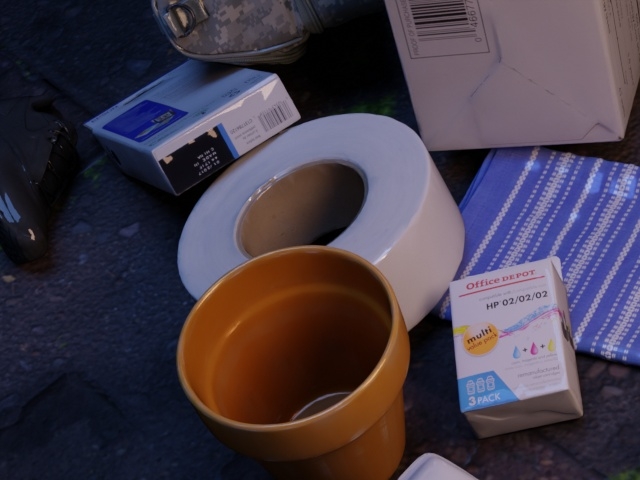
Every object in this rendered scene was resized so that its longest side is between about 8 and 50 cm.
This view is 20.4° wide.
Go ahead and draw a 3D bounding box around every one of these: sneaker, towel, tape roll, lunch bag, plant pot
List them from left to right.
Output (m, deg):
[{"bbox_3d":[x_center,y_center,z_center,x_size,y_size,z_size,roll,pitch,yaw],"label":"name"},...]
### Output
[{"bbox_3d":[-0.342,-0.087,2.080,0.130,0.109,0.286,-18,44,-4],"label":"sneaker"},{"bbox_3d":[-0.071,-0.321,2.072,0.256,0.212,0.305,-24,15,5],"label":"lunch bag"},{"bbox_3d":[-0.006,0.141,1.628,0.205,0.188,0.205,-10,47,11],"label":"plant pot"},{"bbox_3d":[0.000,0.000,1.816,0.286,0.100,0.286,-19,39,17],"label":"tape roll"},{"bbox_3d":[0.275,0.008,1.761,0.336,0.040,0.243,12,53,32],"label":"towel"}]

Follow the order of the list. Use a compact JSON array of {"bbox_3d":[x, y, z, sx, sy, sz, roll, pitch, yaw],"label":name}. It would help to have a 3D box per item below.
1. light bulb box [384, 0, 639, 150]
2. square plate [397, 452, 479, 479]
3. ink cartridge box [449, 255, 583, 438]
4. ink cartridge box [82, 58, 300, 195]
[{"bbox_3d":[0.217,-0.342,1.882,0.225,0.358,0.361,-1,38,21],"label":"light bulb box"},{"bbox_3d":[0.129,0.343,1.365,0.347,0.049,0.344,30,51,22],"label":"square plate"},{"bbox_3d":[0.181,0.086,1.676,0.104,0.061,0.181,-14,53,16],"label":"ink cartridge box"},{"bbox_3d":[-0.153,-0.134,2.018,0.165,0.065,0.333,-33,19,-11],"label":"ink cartridge box"}]
